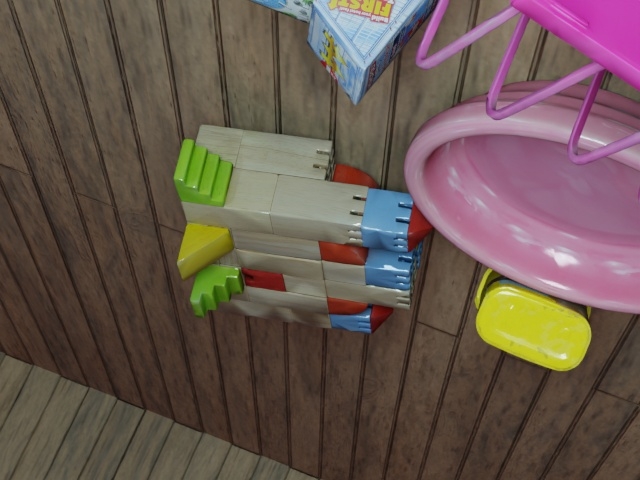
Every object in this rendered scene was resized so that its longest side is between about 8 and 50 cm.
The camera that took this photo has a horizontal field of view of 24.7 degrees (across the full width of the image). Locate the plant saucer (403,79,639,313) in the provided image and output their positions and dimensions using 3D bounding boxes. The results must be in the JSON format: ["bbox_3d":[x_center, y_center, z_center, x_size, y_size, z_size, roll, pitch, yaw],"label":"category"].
[{"bbox_3d":[0.245,-0.044,1.374,0.332,0.084,0.332,21,158,9],"label":"plant saucer"}]

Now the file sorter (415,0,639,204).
[{"bbox_3d":[0.241,-0.142,1.006,0.291,0.202,0.182,30,158,-16],"label":"file sorter"}]

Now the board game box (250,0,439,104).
[{"bbox_3d":[0.019,-0.209,1.083,0.194,0.194,0.060,21,158,4],"label":"board game box"}]

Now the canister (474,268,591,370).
[{"bbox_3d":[0.229,0.079,1.574,0.126,0.073,0.170,22,-169,5],"label":"canister"}]

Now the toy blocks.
[{"bbox_3d":[0.000,0.000,1.635,0.261,0.190,0.381,8,155,8],"label":"toy blocks"}]
